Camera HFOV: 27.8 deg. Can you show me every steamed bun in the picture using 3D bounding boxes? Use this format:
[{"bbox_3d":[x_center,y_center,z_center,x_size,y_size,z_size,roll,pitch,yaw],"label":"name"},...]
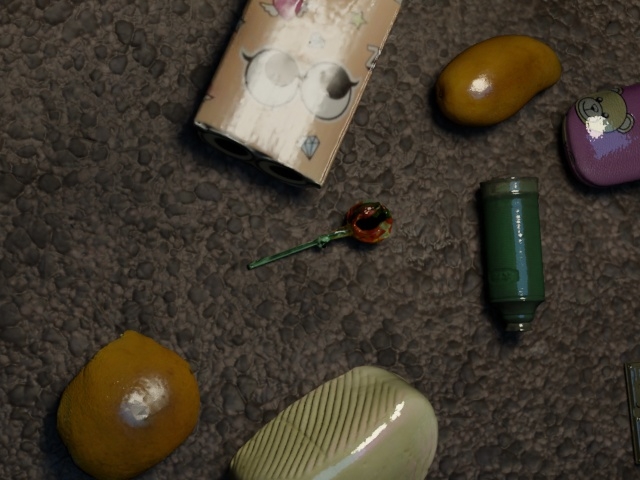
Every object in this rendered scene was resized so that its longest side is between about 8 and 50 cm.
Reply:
[{"bbox_3d":[0.025,0.259,1.458,0.239,0.170,0.152,-32,115,-15],"label":"steamed bun"}]

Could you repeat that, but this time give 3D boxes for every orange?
[{"bbox_3d":[-0.208,0.188,1.428,0.160,0.112,0.170,3,94,-16],"label":"orange"}]

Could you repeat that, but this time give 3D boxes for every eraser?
[{"bbox_3d":[-0.023,-0.224,1.538,0.171,0.087,0.290,26,77,-13],"label":"eraser"}]

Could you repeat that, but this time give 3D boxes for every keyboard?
[{"bbox_3d":[0.415,0.217,1.647,0.049,0.015,0.129,-3,84,-21],"label":"keyboard"}]

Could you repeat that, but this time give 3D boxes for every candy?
[{"bbox_3d":[0.000,0.000,1.546,0.185,0.049,0.055,-21,58,-9],"label":"candy"}]

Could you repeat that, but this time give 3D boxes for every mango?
[{"bbox_3d":[0.225,-0.203,1.609,0.184,0.085,0.102,-26,91,-23],"label":"mango"}]

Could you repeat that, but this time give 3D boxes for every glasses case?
[{"bbox_3d":[0.458,-0.149,1.671,0.316,0.076,0.123,-12,90,-17],"label":"glasses case"}]

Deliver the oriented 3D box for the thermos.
[{"bbox_3d":[0.237,0.019,1.596,0.073,0.083,0.187,-3,85,5],"label":"thermos"}]
